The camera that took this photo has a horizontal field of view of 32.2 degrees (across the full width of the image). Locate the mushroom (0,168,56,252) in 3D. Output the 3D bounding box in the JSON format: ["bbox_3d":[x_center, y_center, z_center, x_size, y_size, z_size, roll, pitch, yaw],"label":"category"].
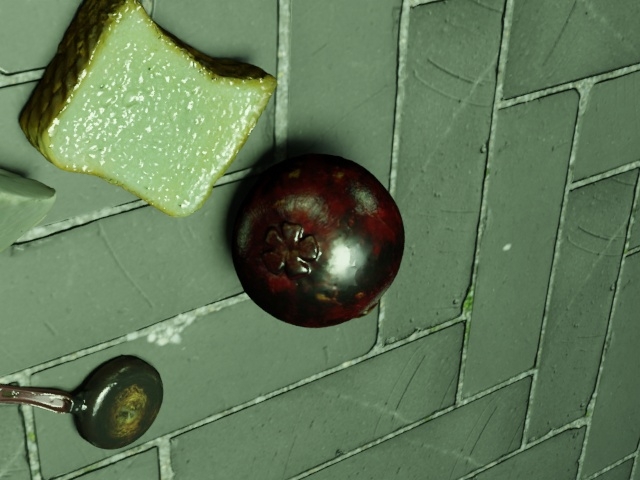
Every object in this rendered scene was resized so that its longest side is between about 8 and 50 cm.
[{"bbox_3d":[-0.389,0.055,1.002,0.159,0.122,0.329,37,91,-37],"label":"mushroom"}]

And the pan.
[{"bbox_3d":[-0.263,0.181,1.241,0.212,0.040,0.115,12,102,-44],"label":"pan"}]

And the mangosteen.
[{"bbox_3d":[0.000,0.000,1.245,0.210,0.210,0.210,-20,127,-29],"label":"mangosteen"}]

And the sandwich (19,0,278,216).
[{"bbox_3d":[-0.170,-0.133,1.103,0.214,0.065,0.186,28,97,-45],"label":"sandwich"}]
